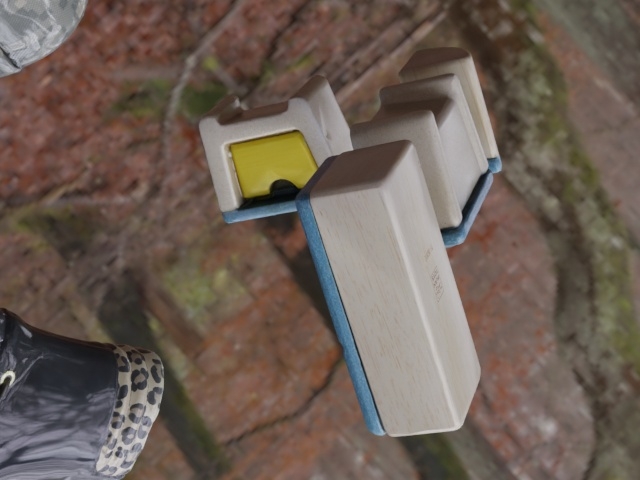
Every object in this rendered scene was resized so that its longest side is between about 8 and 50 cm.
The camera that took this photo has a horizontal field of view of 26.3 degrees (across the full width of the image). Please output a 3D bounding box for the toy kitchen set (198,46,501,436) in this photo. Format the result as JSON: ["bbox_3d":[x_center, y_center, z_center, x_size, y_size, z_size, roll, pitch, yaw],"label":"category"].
[{"bbox_3d":[0.000,0.000,0.693,0.166,0.122,0.207,-10,-159,23],"label":"toy kitchen set"}]

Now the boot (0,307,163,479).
[{"bbox_3d":[-0.205,0.144,0.795,0.178,0.085,0.236,19,102,-46],"label":"boot"}]

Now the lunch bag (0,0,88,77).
[{"bbox_3d":[-0.270,-0.186,0.579,0.305,0.213,0.256,-12,152,16],"label":"lunch bag"}]
